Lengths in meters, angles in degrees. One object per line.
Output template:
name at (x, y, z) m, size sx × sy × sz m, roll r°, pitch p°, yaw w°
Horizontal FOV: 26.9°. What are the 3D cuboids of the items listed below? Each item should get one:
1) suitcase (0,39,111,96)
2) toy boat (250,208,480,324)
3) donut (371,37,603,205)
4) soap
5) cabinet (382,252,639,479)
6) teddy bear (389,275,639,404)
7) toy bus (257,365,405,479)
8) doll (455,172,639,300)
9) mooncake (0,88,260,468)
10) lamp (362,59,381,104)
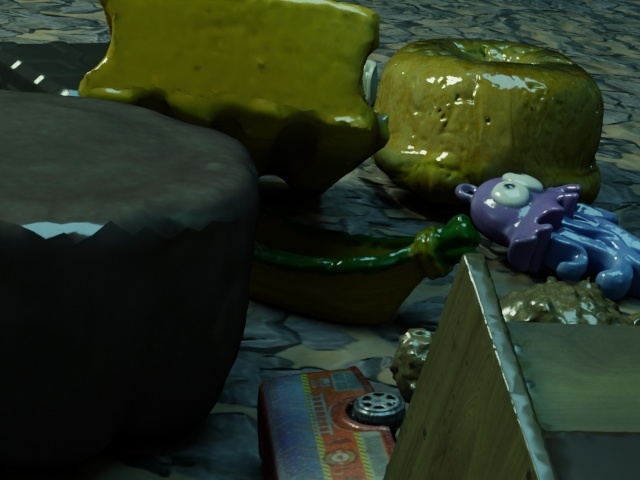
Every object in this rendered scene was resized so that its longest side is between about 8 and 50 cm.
suitcase at (-0.161, -0.143, 1.292) m, size 0.285 × 0.066 × 0.206 m, roll -7°, pitch 24°, yaw -33°
toy boat at (0.000, 0.000, 0.927) m, size 0.229 × 0.088 × 0.089 m, roll 16°, pitch 21°, yaw 23°
donut at (0.146, -0.109, 1.210) m, size 0.208 × 0.128 × 0.261 m, roll 5°, pitch 15°, yaw -6°
soap at (-0.068, -0.107, 1.015) m, size 0.204 × 0.096 × 0.324 m, roll 8°, pitch -5°, yaw -6°
cabinet at (0.133, 0.132, 0.458) m, size 0.174 × 0.148 × 0.215 m, roll 3°, pitch 42°, yaw -14°
teddy bear at (0.135, 0.088, 0.670) m, size 0.182 × 0.129 × 0.251 m, roll -14°, pitch -16°, yaw 16°
toy bus at (0.011, 0.126, 0.632) m, size 0.077 × 0.065 × 0.192 m, roll -6°, pitch 21°, yaw -6°
doll at (0.199, -0.002, 1.045) m, size 0.206 × 0.067 × 0.110 m, roll 25°, pitch 33°, yaw 15°
mooncake at (-0.183, 0.008, 0.747) m, size 0.306 × 0.154 × 0.306 m, roll 7°, pitch 21°, yaw -3°
lamp at (0.140, -0.173, 1.509) m, size 0.198 × 0.050 × 0.056 m, roll 1°, pitch 18°, yaw -13°
